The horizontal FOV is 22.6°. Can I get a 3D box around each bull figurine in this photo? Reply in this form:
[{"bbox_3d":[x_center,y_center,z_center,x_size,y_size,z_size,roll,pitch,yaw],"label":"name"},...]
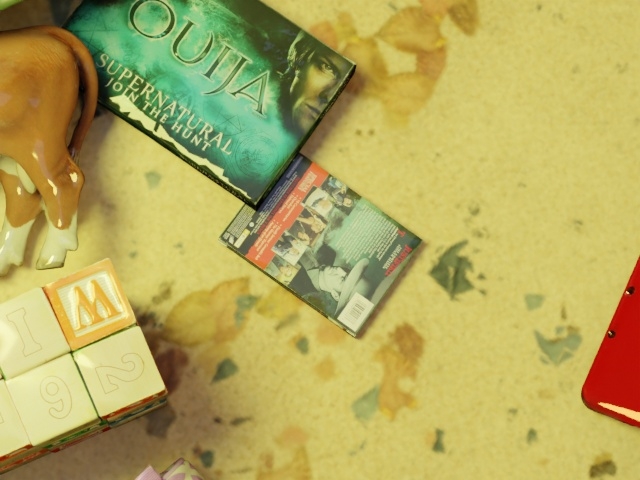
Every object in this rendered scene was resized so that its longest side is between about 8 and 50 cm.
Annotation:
[{"bbox_3d":[-0.300,-0.059,1.069,0.310,0.101,0.188,-8,89,-1],"label":"bull figurine"}]

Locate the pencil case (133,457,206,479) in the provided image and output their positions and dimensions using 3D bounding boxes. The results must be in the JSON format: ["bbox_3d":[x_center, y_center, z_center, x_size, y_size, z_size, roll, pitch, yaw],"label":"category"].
[{"bbox_3d":[-0.054,0.236,1.052,0.206,0.088,0.086,44,78,3],"label":"pencil case"}]

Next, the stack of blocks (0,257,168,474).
[{"bbox_3d":[-0.249,0.119,1.010,0.297,0.171,0.087,-23,84,-8],"label":"stack of blocks"}]

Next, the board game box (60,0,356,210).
[{"bbox_3d":[-0.085,-0.124,1.130,0.186,0.026,0.126,34,80,5],"label":"board game box"}]

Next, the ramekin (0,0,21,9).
[{"bbox_3d":[-0.258,-0.282,1.021,0.303,0.148,0.303,-5,106,-20],"label":"ramekin"}]

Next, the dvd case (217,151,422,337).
[{"bbox_3d":[0.000,0.000,1.132,0.119,0.013,0.087,35,80,2],"label":"dvd case"}]

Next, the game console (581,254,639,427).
[{"bbox_3d":[0.277,0.083,1.146,0.124,0.085,0.144,32,78,-32],"label":"game console"}]
